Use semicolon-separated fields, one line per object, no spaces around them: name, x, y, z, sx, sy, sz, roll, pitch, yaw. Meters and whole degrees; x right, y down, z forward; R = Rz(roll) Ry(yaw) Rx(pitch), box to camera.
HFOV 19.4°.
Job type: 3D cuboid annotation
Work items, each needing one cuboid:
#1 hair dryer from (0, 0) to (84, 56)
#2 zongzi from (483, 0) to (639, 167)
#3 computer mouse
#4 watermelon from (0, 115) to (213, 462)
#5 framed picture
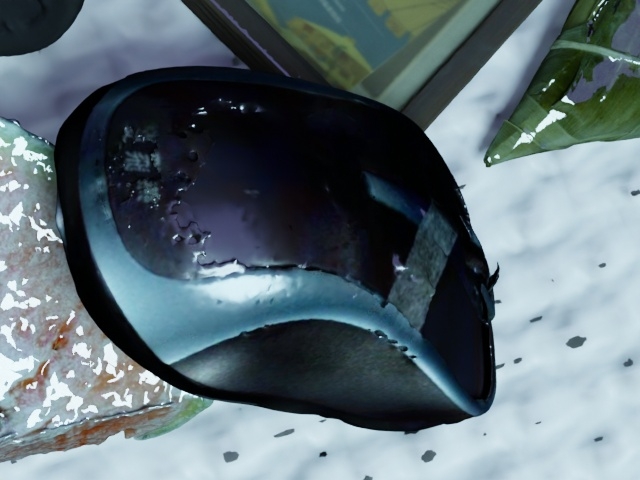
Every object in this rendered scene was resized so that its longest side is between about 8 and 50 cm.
hair dryer;-0.197;-0.261;0.827;0.284;0.156;0.320;11;60;5
zongzi;0.150;-0.057;0.901;0.109;0.055;0.119;33;82;-11
computer mouse;0.000;0.000;0.771;0.233;0.096;0.137;17;59;-41
watermelon;-0.141;0.031;0.778;0.139;0.071;0.187;-46;103;-14
framed picture;0.033;-0.129;0.890;0.128;0.023;0.168;44;69;-5
